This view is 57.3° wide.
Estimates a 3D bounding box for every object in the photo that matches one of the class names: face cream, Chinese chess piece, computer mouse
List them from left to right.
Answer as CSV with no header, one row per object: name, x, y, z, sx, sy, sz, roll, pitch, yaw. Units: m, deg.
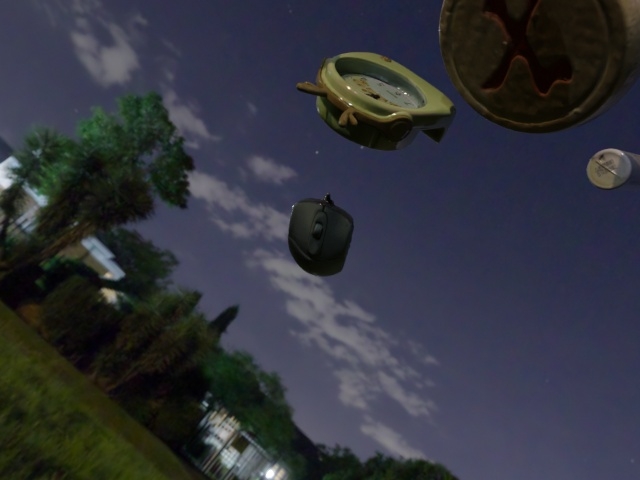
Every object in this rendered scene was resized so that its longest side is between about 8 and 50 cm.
computer mouse,-0.002,0.005,1.029,0.113,0.068,0.229,18,-32,9
Chinese chess piece,0.361,-0.343,0.960,0.338,0.140,0.338,31,-40,29
face cream,0.708,-0.157,1.351,0.092,0.311,0.092,3,-85,40

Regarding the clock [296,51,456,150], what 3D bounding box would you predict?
clock,0.093,-0.258,1.096,0.235,0.308,0.096,44,-50,23
